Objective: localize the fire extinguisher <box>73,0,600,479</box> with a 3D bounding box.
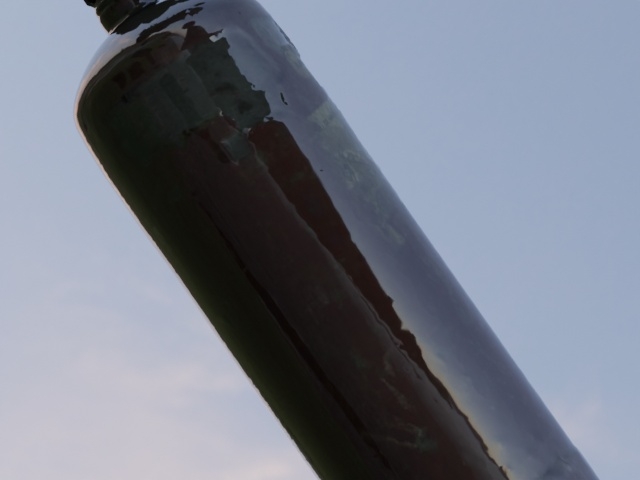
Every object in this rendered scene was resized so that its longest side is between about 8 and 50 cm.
[{"bbox_3d":[0.000,0.000,0.534,0.267,0.089,0.072,55,-32,6],"label":"fire extinguisher"}]
